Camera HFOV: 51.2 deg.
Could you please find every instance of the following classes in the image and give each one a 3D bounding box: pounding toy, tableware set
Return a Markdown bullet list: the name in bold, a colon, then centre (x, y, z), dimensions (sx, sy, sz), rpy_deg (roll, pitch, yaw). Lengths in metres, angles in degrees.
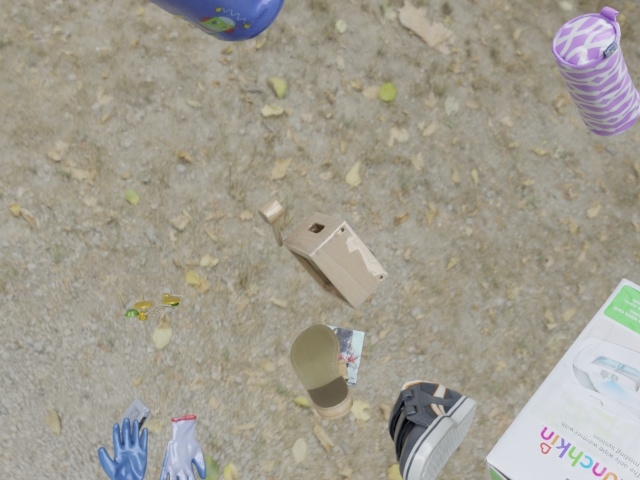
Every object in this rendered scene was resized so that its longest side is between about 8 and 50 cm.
- **pounding toy**: centre (-0.007, -0.006, 1.122), dimensions (0.094, 0.181, 0.206), rpy_deg (-44, 113, -11)
- **tableware set**: centre (-0.425, 0.171, 1.716), dimensions (0.104, 0.024, 0.154), rpy_deg (4, 18, 21)

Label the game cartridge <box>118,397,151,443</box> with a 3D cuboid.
- **game cartridge**: centre (-0.351, 0.338, 1.244), dimensions (0.056, 0.017, 0.083), rpy_deg (26, 83, 44)

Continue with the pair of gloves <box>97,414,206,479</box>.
- **pair of gloves**: centre (-0.301, 0.398, 1.207), dimensions (0.198, 0.023, 0.159), rpy_deg (4, 75, -31)

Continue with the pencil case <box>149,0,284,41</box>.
- **pencil case**: centre (-0.153, -0.276, 0.551), dimensions (0.119, 0.306, 0.133), rpy_deg (-4, 80, 33)

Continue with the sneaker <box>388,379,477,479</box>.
- **sneaker**: centre (0.171, 0.328, 1.156), dimensions (0.128, 0.321, 0.126), rpy_deg (22, 99, 22)

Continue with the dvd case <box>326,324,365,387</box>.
- **dvd case**: centre (0.042, 0.243, 1.407), dimensions (0.087, 0.013, 0.119), rpy_deg (11, 67, 6)

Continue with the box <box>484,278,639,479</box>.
- **box**: centre (0.288, 0.212, 0.678), dimensions (0.127, 0.262, 0.231), rpy_deg (34, 71, 32)

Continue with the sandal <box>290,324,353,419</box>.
- **sandal**: centre (0.009, 0.233, 1.098), dimensions (0.088, 0.240, 0.079), rpy_deg (-20, 114, -2)

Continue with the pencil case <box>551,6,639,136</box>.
- **pencil case**: centre (0.374, -0.220, 0.893), dimensions (0.088, 0.206, 0.086), rpy_deg (-51, 53, 4)
